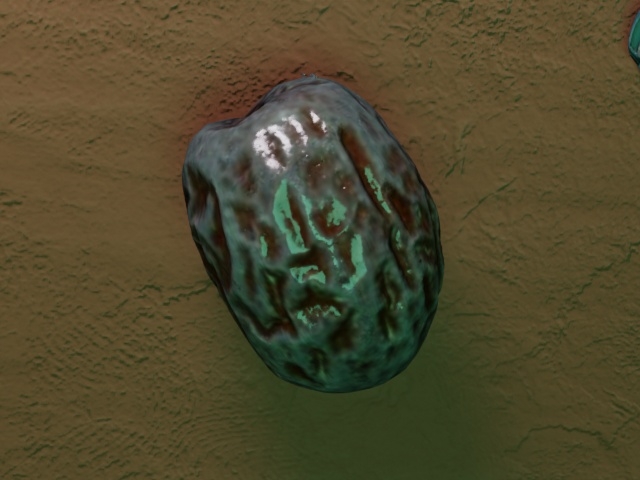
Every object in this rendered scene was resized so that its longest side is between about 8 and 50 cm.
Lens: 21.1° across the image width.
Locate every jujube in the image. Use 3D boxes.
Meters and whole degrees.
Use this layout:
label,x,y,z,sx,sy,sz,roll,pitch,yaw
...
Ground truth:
label,x,y,z,sx,sy,sz,roll,pitch,yaw
jujube,-0.008,0.005,1.684,0.215,0.246,0.308,-37,105,-35

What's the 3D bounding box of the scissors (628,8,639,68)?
label,x,y,z,sx,sy,sz,roll,pitch,yaw
scissors,0.462,-0.232,1.633,0.180,0.032,0.393,39,139,-15
